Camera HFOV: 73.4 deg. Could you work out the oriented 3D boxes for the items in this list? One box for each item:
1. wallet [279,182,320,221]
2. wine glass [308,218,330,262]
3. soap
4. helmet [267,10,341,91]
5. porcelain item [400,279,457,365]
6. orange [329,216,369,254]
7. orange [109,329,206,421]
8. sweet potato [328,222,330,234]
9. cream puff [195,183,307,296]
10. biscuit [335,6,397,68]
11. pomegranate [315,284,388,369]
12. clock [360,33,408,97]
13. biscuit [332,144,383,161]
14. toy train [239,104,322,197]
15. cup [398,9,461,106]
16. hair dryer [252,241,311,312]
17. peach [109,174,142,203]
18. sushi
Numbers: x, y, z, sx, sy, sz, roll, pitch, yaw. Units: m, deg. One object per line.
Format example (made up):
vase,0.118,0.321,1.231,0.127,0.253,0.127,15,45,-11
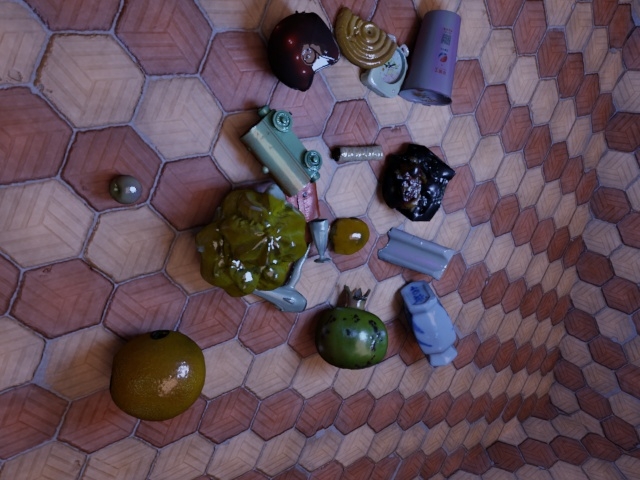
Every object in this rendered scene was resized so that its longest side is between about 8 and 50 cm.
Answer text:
wallet,-0.072,-0.158,1.485,0.142,0.045,0.204,-21,120,-27
wine glass,0.000,0.000,1.564,0.073,0.073,0.155,-14,105,-30
soap,0.416,0.053,1.914,0.302,0.258,0.159,23,97,6
helmet,-0.056,-0.549,1.248,0.193,0.189,0.216,3,111,-26
porcelain item,0.501,0.382,1.978,0.178,0.242,0.405,-23,122,3
orange,0.120,-0.016,1.642,0.160,0.112,0.170,47,68,-37
orange,-0.482,0.401,1.283,0.274,0.274,0.274,-14,115,-30
sweet potato,0.015,-0.023,1.608,0.034,0.034,0.095,17,109,-38
cream puff,-0.195,0.017,1.323,0.378,0.275,0.378,-15,118,-31
biscuit,0.137,-0.645,1.403,0.224,0.033,0.144,29,91,-19
pomegranate,0.138,0.352,1.690,0.291,0.291,0.323,24,93,-39
clock,0.235,-0.612,1.508,0.151,0.062,0.191,20,96,-37
biscuit,0.142,-0.319,1.565,0.219,0.055,0.061,-8,102,-33
toy train,-0.121,-0.270,1.331,0.177,0.116,0.285,-48,115,-18
cup,0.408,-0.653,1.549,0.203,0.203,0.288,6,98,-37
hair dryer,-0.146,0.127,1.545,0.229,0.092,0.267,4,92,-30
peach,-0.523,-0.138,1.157,0.083,0.083,0.083,-14,115,-30
sushi,0.349,-0.227,1.672,0.212,0.215,0.227,0,129,-30
